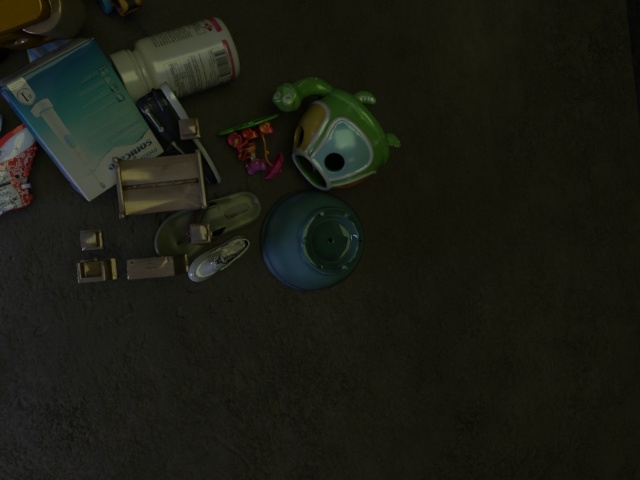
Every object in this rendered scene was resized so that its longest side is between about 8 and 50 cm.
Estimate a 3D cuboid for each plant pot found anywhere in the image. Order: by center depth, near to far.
[{"bbox_3d":[0.000,0.000,1.435,0.293,0.196,0.292,0,91,-20],"label":"plant pot"}]

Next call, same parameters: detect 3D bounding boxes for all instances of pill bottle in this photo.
[{"bbox_3d":[-0.360,-0.436,1.311,0.283,0.160,0.160,-25,100,-18],"label":"pill bottle"}]

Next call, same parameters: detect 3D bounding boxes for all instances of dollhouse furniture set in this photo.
[{"bbox_3d":[-0.416,-0.090,1.260,0.304,0.174,0.355,-6,89,-5],"label":"dollhouse furniture set"}]

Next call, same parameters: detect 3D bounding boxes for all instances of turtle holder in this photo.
[{"bbox_3d":[0.035,-0.279,1.402,0.227,0.243,0.320,-45,137,-15],"label":"turtle holder"}]

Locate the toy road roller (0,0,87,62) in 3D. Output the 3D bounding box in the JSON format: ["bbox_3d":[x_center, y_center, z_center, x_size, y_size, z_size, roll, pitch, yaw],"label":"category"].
[{"bbox_3d":[-0.696,-0.522,1.106,0.330,0.202,0.240,-15,105,3],"label":"toy road roller"}]

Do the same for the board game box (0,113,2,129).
[{"bbox_3d":[-0.815,-0.279,1.208,0.133,0.033,0.168,-45,101,-9],"label":"board game box"}]

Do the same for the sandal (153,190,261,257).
[{"bbox_3d":[-0.295,-0.047,1.377,0.303,0.086,0.120,-29,100,-11],"label":"sandal"}]

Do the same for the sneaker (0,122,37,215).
[{"bbox_3d":[-0.704,-0.166,1.231,0.270,0.090,0.145,-48,116,-19],"label":"sneaker"}]

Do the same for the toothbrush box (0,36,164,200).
[{"bbox_3d":[-0.538,-0.274,1.203,0.216,0.126,0.295,-41,128,-19],"label":"toothbrush box"}]

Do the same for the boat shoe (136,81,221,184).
[{"bbox_3d":[-0.344,-0.246,1.311,0.091,0.114,0.302,-30,131,-5],"label":"boat shoe"}]

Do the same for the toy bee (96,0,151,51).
[{"bbox_3d":[-0.475,-0.610,1.265,0.298,0.162,0.195,37,77,-17],"label":"toy bee"}]

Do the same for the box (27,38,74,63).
[{"bbox_3d":[-0.638,-0.432,1.270,0.109,0.042,0.178,-13,95,-19],"label":"box"}]

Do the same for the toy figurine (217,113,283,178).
[{"bbox_3d":[-0.171,-0.239,1.423,0.173,0.130,0.159,-17,107,2],"label":"toy figurine"}]

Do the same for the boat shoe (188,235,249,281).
[{"bbox_3d":[-0.267,0.049,1.406,0.184,0.063,0.066,-29,101,-18],"label":"boat shoe"}]
